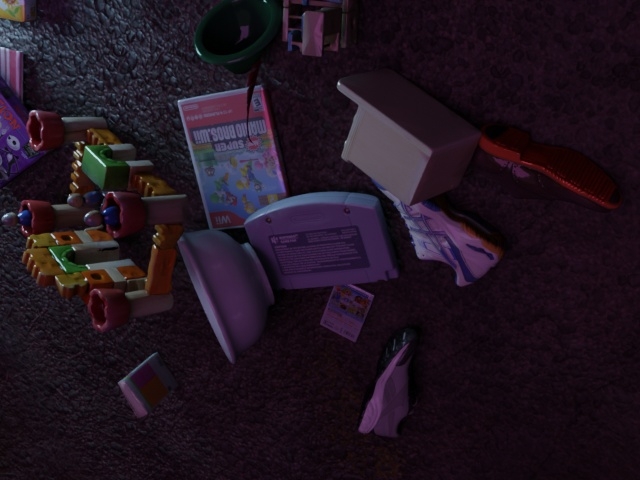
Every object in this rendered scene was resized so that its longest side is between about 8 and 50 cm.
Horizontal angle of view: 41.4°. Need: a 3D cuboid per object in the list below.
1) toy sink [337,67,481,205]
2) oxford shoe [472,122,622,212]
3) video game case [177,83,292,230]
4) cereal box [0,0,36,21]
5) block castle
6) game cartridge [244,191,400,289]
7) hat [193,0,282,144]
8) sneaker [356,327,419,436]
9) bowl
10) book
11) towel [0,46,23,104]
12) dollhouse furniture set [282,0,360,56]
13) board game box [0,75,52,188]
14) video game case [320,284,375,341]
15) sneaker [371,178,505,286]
[{"bbox_3d":[0.138,-0.186,1.517,0.234,0.153,0.131,40,131,25],"label":"toy sink"},{"bbox_3d":[0.398,-0.111,1.503,0.271,0.097,0.098,30,135,18],"label":"oxford shoe"},{"bbox_3d":[-0.172,-0.166,1.752,0.204,0.025,0.285,-5,107,25],"label":"video game case"},{"bbox_3d":[-0.687,-0.598,1.798,0.173,0.047,0.240,15,114,17],"label":"cereal box"},{"bbox_3d":[-0.475,-0.048,1.720,0.453,0.213,0.303,40,125,39],"label":"block castle"},{"bbox_3d":[0.000,0.000,1.705,0.294,0.060,0.196,-6,121,25],"label":"game cartridge"},{"bbox_3d":[-0.138,-0.351,1.662,0.208,0.183,0.173,-43,55,-7],"label":"hat"},{"bbox_3d":[0.159,0.296,1.751,0.108,0.100,0.271,18,119,1],"label":"sneaker"},{"bbox_3d":[-0.183,0.094,1.750,0.134,0.298,0.297,-24,101,-11],"label":"bowl"},{"bbox_3d":[-0.397,0.332,1.964,0.035,0.144,0.096,-29,96,29],"label":"book"},{"bbox_3d":[-0.755,-0.380,1.923,0.197,0.029,0.144,16,115,14],"label":"towel"},{"bbox_3d":[-0.019,-0.409,1.505,0.129,0.184,0.129,11,113,20],"label":"dollhouse furniture set"},{"bbox_3d":[-0.779,-0.300,1.921,0.208,0.056,0.347,-30,103,28],"label":"board game box"},{"bbox_3d":[0.056,0.145,1.778,0.087,0.011,0.122,26,117,13],"label":"video game case"},{"bbox_3d":[0.197,-0.028,1.597,0.296,0.112,0.131,40,119,6],"label":"sneaker"}]
